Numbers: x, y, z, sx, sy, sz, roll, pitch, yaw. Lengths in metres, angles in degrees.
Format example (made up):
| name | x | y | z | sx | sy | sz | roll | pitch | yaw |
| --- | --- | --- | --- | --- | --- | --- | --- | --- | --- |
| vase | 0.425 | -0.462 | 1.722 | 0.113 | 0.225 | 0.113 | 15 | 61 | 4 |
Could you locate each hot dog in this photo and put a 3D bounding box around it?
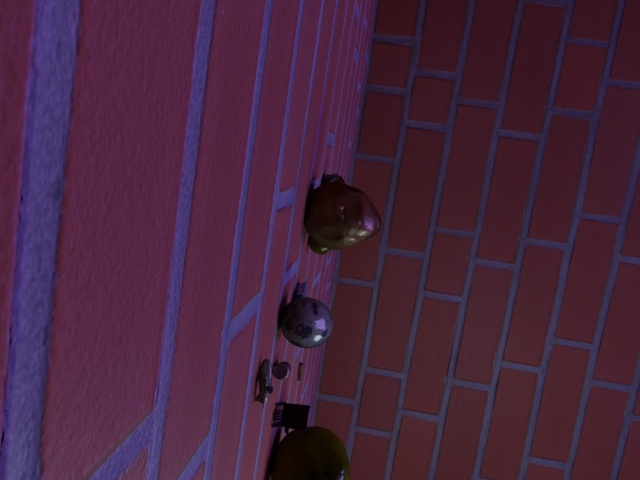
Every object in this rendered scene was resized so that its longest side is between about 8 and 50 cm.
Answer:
| name | x | y | z | sx | sy | sz | roll | pitch | yaw |
| --- | --- | --- | --- | --- | --- | --- | --- | --- | --- |
| hot dog | 0.033 | -0.113 | 2.143 | 0.162 | 0.082 | 0.270 | -18 | 118 | -83 |

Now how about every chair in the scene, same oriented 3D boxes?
| name | x | y | z | sx | sy | sz | roll | pitch | yaw |
| --- | --- | --- | --- | --- | --- | --- | --- | --- | --- |
| chair | -0.090 | 0.564 | 1.883 | 0.212 | 0.102 | 0.084 | 84 | 15 | -76 |

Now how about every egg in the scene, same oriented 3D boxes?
| name | x | y | z | sx | sy | sz | roll | pitch | yaw |
| --- | --- | --- | --- | --- | --- | --- | --- | --- | --- |
| egg | -0.041 | 0.224 | 1.616 | 0.182 | 0.141 | 0.141 | 41 | 57 | -63 |

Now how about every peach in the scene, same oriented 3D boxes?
| name | x | y | z | sx | sy | sz | roll | pitch | yaw |
| --- | --- | --- | --- | --- | --- | --- | --- | --- | --- |
| peach | 0.071 | -0.067 | 1.821 | 0.214 | 0.236 | 0.214 | 17 | 90 | -79 |

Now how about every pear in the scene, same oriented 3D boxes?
| name | x | y | z | sx | sy | sz | roll | pitch | yaw |
| --- | --- | --- | --- | --- | --- | --- | --- | --- | --- |
| pear | -0.034 | 0.758 | 1.961 | 0.321 | 0.269 | 0.268 | -126 | -141 | -60 |
| pear | 0.000 | 0.000 | 1.988 | 0.097 | 0.092 | 0.092 | 54 | 18 | -12 |

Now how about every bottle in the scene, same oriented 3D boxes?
| name | x | y | z | sx | sy | sz | roll | pitch | yaw |
| --- | --- | --- | --- | --- | --- | --- | --- | --- | --- |
| bottle | -0.107 | 0.365 | 1.659 | 0.096 | 0.045 | 0.045 | 77 | 22 | -83 |

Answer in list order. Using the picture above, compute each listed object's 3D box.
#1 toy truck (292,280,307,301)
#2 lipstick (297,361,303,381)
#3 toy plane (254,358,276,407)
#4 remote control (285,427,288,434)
| name | x | y | z | sx | sy | sz | roll | pitch | yaw |
| --- | --- | --- | --- | --- | --- | --- | --- | --- | --- |
| toy truck | -0.057 | 0.188 | 1.841 | 0.136 | 0.063 | 0.074 | -77 | 155 | -64 |
| lipstick | -0.081 | 0.534 | 2.391 | 0.019 | 0.019 | 0.094 | -73 | 171 | -55 |
| toy plane | -0.129 | 0.334 | 1.384 | 0.102 | 0.040 | 0.111 | -176 | -83 | -76 |
| remote control | -0.126 | 0.701 | 2.211 | 0.091 | 0.016 | 0.034 | 94 | -8 | -48 |
